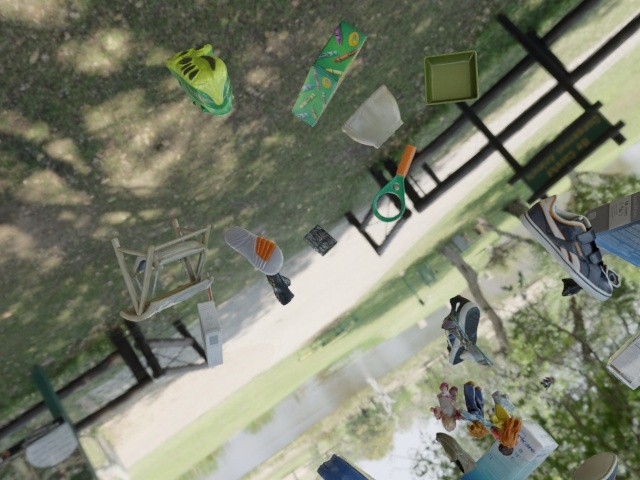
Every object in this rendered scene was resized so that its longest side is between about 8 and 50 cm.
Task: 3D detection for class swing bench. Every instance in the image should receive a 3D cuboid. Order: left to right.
[{"bbox_3d":[-0.461,0.091,1.773,0.253,0.165,0.254,-28,122,-54],"label":"swing bench"}]

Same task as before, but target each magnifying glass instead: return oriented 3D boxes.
[{"bbox_3d":[0.218,-0.160,1.676,0.026,0.092,0.231,29,82,-81],"label":"magnifying glass"}]

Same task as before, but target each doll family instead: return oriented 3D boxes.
[{"bbox_3d":[0.419,0.447,1.509,0.163,0.263,0.118,-77,-168,-55],"label":"doll family"}]

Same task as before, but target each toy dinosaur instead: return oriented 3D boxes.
[{"bbox_3d":[0.866,0.535,2.250,0.090,0.047,0.082,-25,157,-29],"label":"toy dinosaur"}]

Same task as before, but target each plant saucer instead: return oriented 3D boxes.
[{"bbox_3d":[0.474,-0.583,2.145,0.188,0.188,0.045,-3,171,15],"label":"plant saucer"}]

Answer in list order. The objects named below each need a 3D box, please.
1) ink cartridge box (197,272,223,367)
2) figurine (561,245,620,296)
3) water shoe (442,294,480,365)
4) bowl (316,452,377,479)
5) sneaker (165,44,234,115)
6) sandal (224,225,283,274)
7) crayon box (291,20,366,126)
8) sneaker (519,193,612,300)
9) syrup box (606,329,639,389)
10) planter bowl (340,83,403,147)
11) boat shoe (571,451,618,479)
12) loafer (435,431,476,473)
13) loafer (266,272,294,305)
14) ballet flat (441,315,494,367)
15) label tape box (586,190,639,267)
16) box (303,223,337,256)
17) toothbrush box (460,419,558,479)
[{"bbox_3d":[-0.433,0.311,2.276,0.066,0.261,0.296,-12,147,-16],"label":"ink cartridge box"},{"bbox_3d":[0.979,0.094,2.184,0.092,0.214,0.209,22,153,-28],"label":"figurine"},{"bbox_3d":[0.353,0.226,1.503,0.073,0.080,0.203,-13,127,-27],"label":"water shoe"},{"bbox_3d":[0.168,0.740,1.675,0.077,0.391,0.391,-54,167,-14],"label":"bowl"},{"bbox_3d":[-0.250,-0.330,1.235,0.109,0.295,0.123,-21,122,-8],"label":"sneaker"},{"bbox_3d":[-0.218,0.034,2.034,0.102,0.265,0.076,-52,149,-8],"label":"sandal"},{"bbox_3d":[0.017,-0.451,1.629,0.165,0.081,0.278,-60,-175,-20],"label":"crayon box"},{"bbox_3d":[0.701,0.015,1.612,0.127,0.321,0.126,-46,171,27],"label":"sneaker"},{"bbox_3d":[0.916,0.294,1.637,0.093,0.096,0.237,-8,136,-58],"label":"syrup box"},{"bbox_3d":[0.147,-0.313,1.551,0.162,0.109,0.162,-46,-177,3],"label":"planter bowl"},{"bbox_3d":[0.693,0.648,1.505,0.254,0.079,0.095,-36,-175,-35],"label":"boat shoe"},{"bbox_3d":[0.398,0.633,1.762,0.050,0.148,0.056,-41,162,-27],"label":"loafer"},{"bbox_3d":[-0.159,0.172,2.375,0.078,0.076,0.223,-36,137,-17],"label":"loafer"},{"bbox_3d":[0.255,0.187,1.048,0.041,0.114,0.041,-36,164,-12],"label":"ballet flat"},{"bbox_3d":[0.985,-0.047,1.702,0.334,0.241,0.105,-31,-141,58],"label":"label tape box"},{"bbox_3d":[0.000,0.000,1.772,0.067,0.083,0.018,-44,171,-33],"label":"box"},{"bbox_3d":[0.658,0.769,2.052,0.295,0.126,0.216,-51,144,13],"label":"toothbrush box"}]
